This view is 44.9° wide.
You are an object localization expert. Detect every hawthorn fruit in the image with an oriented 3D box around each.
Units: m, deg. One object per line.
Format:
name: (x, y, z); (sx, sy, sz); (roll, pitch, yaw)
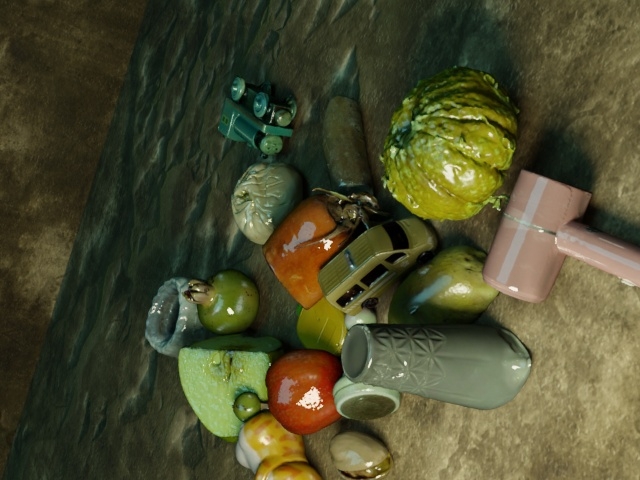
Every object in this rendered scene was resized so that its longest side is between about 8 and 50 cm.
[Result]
hawthorn fruit: (-0.007, 0.326, 1.712); (0.226, 0.196, 0.196); (-17, 62, 17)

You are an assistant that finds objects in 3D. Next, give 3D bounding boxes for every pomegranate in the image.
pomegranate: (-0.161, 0.384, 1.801); (0.073, 0.085, 0.073); (27, 123, 53)
pomegranate: (-0.262, 0.171, 2.059); (0.179, 0.210, 0.179); (10, 107, 37)

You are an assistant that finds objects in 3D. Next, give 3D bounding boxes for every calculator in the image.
calculator: (-0.002, 0.196, 1.842); (0.235, 0.032, 0.146); (38, 110, 53)

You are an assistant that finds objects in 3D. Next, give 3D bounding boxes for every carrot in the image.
carrot: (0.000, 0.000, 1.752); (0.331, 0.214, 0.193); (-42, 60, 20)

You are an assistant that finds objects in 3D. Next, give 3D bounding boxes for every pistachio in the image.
pistachio: (0.082, 0.445, 1.599); (0.149, 0.113, 0.113); (8, 85, 39)

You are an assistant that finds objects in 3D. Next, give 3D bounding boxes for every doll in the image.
doll: (-0.092, 0.512, 1.743); (0.166, 0.162, 0.269); (102, 151, -50)

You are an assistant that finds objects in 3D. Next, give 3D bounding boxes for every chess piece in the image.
chess piece: (0.090, 0.234, 1.650); (0.139, 0.139, 0.271); (-43, 36, 37)

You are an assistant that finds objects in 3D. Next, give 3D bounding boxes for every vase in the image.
vase: (0.183, 0.215, 1.381); (0.251, 0.301, 0.156); (-24, 60, 58)

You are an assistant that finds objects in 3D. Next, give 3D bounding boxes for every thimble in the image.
thimble: (-0.387, 0.227, 2.232); (0.205, 0.172, 0.250); (43, 111, 48)

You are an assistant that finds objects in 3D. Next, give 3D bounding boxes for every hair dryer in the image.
hair dryer: (0.434, 0.034, 1.251); (0.352, 0.125, 0.210); (31, 105, 46)

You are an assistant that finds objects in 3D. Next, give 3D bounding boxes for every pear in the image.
pear: (-0.200, 0.370, 1.936); (0.292, 0.159, 0.292); (-1, 88, 26)

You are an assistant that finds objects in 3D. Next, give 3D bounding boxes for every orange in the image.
orange: (0.239, -0.190, 1.467); (0.300, 0.223, 0.301); (2, 75, 65)

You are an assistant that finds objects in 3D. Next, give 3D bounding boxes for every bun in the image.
bun: (-0.150, -0.105, 2.051); (0.229, 0.145, 0.229); (-28, 55, 49)

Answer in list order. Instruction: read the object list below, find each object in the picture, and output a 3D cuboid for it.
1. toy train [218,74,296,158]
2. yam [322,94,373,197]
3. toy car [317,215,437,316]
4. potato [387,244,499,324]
toy train: (-0.180, -0.346, 2.197); (0.298, 0.120, 0.194); (41, 119, 51)
yam: (0.060, -0.213, 1.834); (0.106, 0.106, 0.259); (-35, 52, 42)
toy car: (0.117, 0.043, 1.619); (0.257, 0.124, 0.101); (-42, 44, 20)
potato: (0.213, 0.112, 1.518); (0.271, 0.111, 0.160); (-49, 46, 33)
